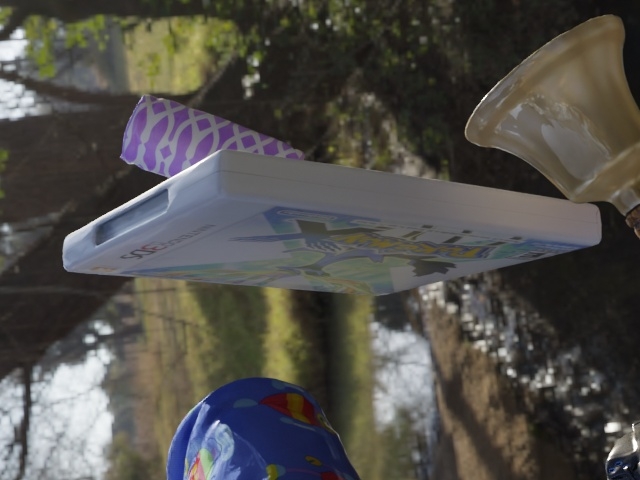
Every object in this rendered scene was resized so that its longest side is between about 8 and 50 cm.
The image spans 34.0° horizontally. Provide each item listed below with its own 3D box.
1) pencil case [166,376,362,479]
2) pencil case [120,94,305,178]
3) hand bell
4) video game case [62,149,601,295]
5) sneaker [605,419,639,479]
[{"bbox_3d":[-0.023,0.194,0.608,0.119,0.133,0.306,44,-177,-22],"label":"pencil case"},{"bbox_3d":[-0.116,-0.090,1.154,0.088,0.206,0.086,113,180,-60],"label":"pencil case"},{"bbox_3d":[0.213,-0.012,0.666,0.242,0.126,0.126,56,165,16],"label":"hand bell"},{"bbox_3d":[0.000,0.000,0.841,0.300,0.329,0.036,-19,69,56],"label":"video game case"},{"bbox_3d":[0.367,0.272,1.125,0.079,0.121,0.217,54,-151,-14],"label":"sneaker"}]
